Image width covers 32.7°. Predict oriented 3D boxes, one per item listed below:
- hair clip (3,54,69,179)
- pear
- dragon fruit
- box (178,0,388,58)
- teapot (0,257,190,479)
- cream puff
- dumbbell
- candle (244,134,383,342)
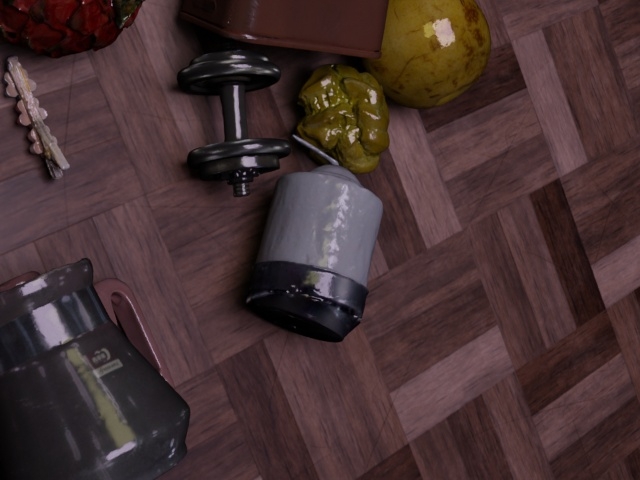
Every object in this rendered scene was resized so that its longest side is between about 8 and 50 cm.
[{"bbox_3d":[-0.475,-0.201,1.809,0.062,0.056,0.214,-27,91,-46],"label":"hair clip"},{"bbox_3d":[0.202,-0.399,2.166,0.280,0.280,0.281,5,82,-34],"label":"pear"},{"bbox_3d":[-0.431,-0.414,1.752,0.298,0.244,0.244,6,81,-18],"label":"dragon fruit"},{"bbox_3d":[-0.050,-0.476,1.967,0.339,0.239,0.229,-1,113,-34],"label":"box"},{"bbox_3d":[-0.374,0.213,1.707,0.362,0.305,0.376,65,28,-2],"label":"teapot"},{"bbox_3d":[0.037,-0.231,2.091,0.194,0.194,0.221,-7,84,-35],"label":"cream puff"},{"bbox_3d":[-0.154,-0.222,1.942,0.192,0.192,0.290,-5,88,-35],"label":"dumbbell"},{"bbox_3d":[0.000,0.000,2.004,0.221,0.221,0.343,25,70,-29],"label":"candle"}]
